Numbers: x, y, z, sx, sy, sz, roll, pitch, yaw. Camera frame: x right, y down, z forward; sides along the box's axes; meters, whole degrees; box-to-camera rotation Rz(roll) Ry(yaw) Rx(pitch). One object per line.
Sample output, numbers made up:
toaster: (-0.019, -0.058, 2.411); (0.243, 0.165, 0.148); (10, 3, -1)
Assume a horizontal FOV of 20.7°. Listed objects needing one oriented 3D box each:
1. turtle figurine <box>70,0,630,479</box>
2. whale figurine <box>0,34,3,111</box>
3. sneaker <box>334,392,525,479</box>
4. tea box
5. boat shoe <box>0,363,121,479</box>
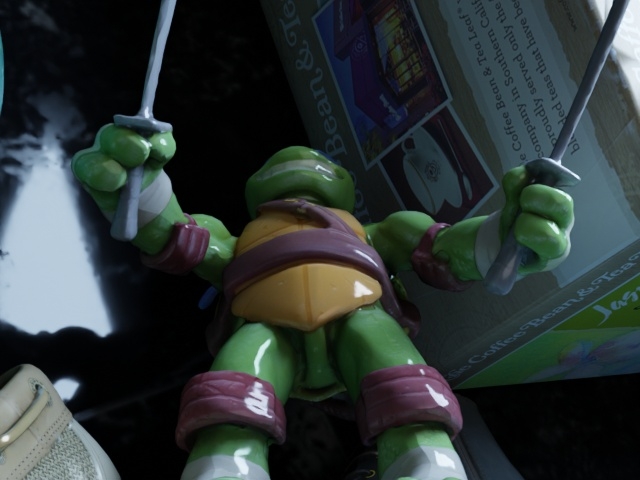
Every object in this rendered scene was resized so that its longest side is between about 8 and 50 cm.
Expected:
turtle figurine: (0.000, 0.000, 0.737); (0.198, 0.275, 0.266); (24, 37, -24)
whale figurine: (-0.219, -0.017, 0.663); (0.141, 0.216, 0.272); (69, 27, -48)
sneaker: (0.011, 0.141, 0.823); (0.222, 0.083, 0.118); (-2, 48, -37)
tea box: (0.166, -0.110, 1.006); (0.323, 0.220, 0.329); (-2, 65, -41)
boat shoe: (-0.177, 0.122, 0.589); (0.110, 0.121, 0.341); (62, 21, 3)
